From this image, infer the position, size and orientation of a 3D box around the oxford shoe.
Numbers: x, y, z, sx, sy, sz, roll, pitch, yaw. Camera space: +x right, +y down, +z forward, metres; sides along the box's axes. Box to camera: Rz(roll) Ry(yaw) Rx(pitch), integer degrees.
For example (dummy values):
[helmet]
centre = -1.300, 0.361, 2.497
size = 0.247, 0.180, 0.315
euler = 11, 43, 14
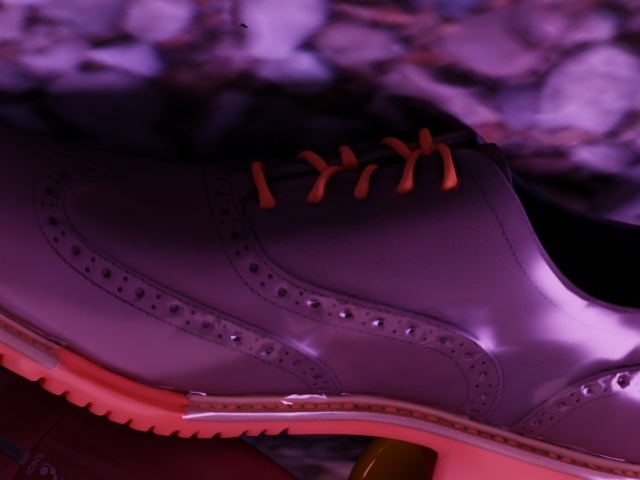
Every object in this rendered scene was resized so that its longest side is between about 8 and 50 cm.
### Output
[oxford shoe]
centre = 0.000, 0.000, 0.515
size = 0.271, 0.097, 0.098
euler = 16, 119, -22

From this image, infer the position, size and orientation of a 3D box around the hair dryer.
[hair dryer]
centre = -0.023, 0.104, 0.578
size = 0.223, 0.080, 0.293
euler = 28, 174, -21

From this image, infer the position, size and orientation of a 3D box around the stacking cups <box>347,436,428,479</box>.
[stacking cups]
centre = 0.154, 0.154, 0.760
size = 0.316, 0.096, 0.096
euler = 21, 144, -33
